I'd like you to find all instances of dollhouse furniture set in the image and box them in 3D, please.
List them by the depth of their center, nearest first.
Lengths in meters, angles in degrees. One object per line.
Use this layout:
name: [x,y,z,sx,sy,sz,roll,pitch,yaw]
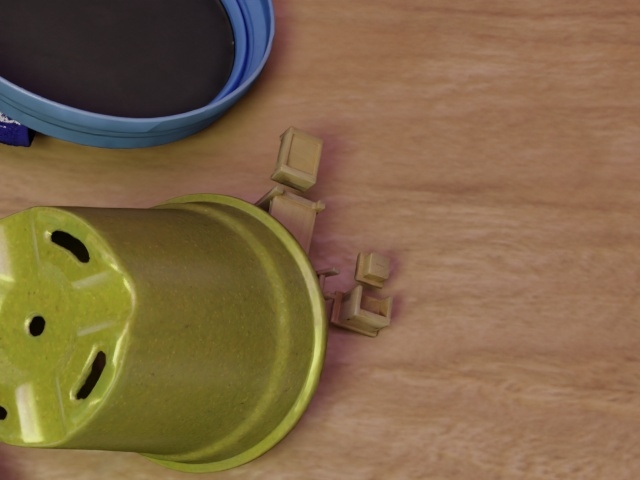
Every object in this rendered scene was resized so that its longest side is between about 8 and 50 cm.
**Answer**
dollhouse furniture set: [0.000,0.000,0.969,0.161,0.101,0.181,21,64,-21]

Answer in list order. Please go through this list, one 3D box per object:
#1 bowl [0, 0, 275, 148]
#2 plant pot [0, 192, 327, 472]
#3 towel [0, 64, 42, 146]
bowl: [-0.247,-0.271,1.002,0.391,0.077,0.391,12,56,-18]
plant pot: [-0.168,0.075,0.763,0.276,0.254,0.276,-3,82,22]
towel: [-0.447,-0.236,0.989,0.308,0.076,0.227,12,53,-11]
